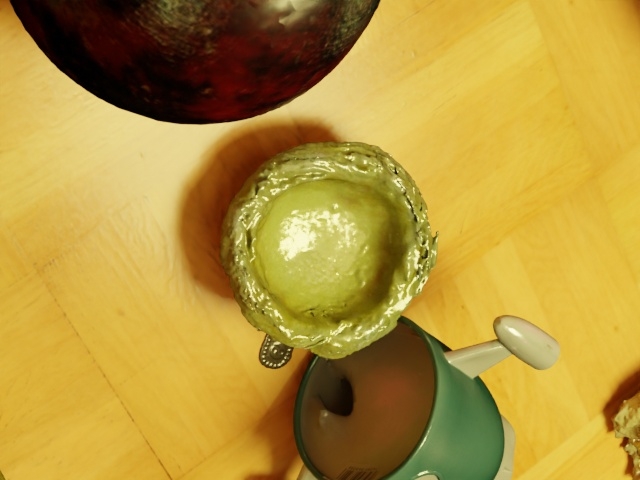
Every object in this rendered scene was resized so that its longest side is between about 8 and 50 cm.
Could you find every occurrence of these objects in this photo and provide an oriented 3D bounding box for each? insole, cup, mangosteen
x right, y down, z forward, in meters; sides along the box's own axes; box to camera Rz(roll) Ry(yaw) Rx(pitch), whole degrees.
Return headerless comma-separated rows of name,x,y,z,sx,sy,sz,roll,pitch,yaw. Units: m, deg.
insole,-0.023,0.052,1.315,0.045,0.002,0.135,14,101,-32
cup,0.088,0.171,1.332,0.299,0.167,0.173,-38,136,19
mangosteen,-0.080,-0.229,1.024,0.311,0.311,0.311,-10,112,-26

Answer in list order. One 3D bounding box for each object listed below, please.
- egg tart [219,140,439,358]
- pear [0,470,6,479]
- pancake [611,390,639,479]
egg tart,0.000,0.000,1.262,0.197,0.078,0.197,-6,105,-24
pear,-0.345,0.234,1.063,0.269,0.269,0.321,-3,114,-28
pancake,0.418,0.209,1.584,0.266,0.057,0.244,-2,109,-29
